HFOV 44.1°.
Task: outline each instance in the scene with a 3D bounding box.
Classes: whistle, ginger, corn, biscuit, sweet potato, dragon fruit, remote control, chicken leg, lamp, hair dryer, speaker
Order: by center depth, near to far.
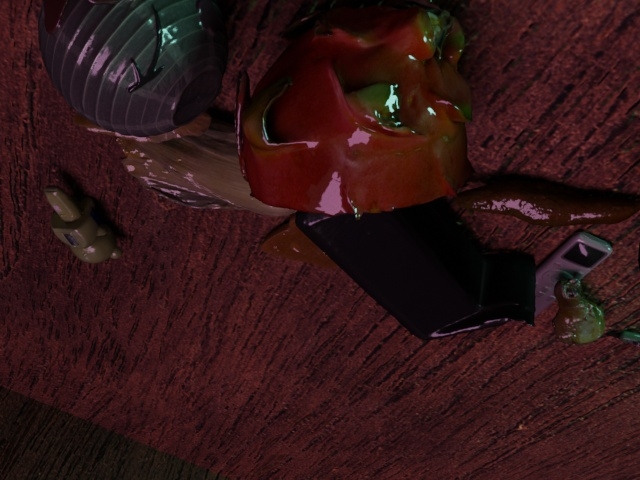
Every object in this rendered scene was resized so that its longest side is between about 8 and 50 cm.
[{"bbox_3d":[0.042,-0.174,0.947,0.306,0.305,0.225,5,116,18],"label":"dragon fruit"},{"bbox_3d":[-0.233,-0.247,0.974,0.233,0.265,0.233,5,107,16],"label":"lamp"},{"bbox_3d":[-0.250,-0.223,1.145,0.193,0.115,0.122,10,131,-5],"label":"ginger"},{"bbox_3d":[0.331,-0.052,1.145,0.274,0.067,0.067,4,144,10],"label":"sweet potato"},{"bbox_3d":[0.154,-0.005,1.203,0.184,0.180,0.388,-21,131,34],"label":"speaker"},{"bbox_3d":[-0.164,-0.122,1.220,0.305,0.122,0.123,14,145,10],"label":"corn"},{"bbox_3d":[0.385,0.067,1.311,0.067,0.029,0.261,21,146,-6],"label":"remote control"},{"bbox_3d":[0.423,0.120,1.316,0.085,0.069,0.198,-9,146,23],"label":"chicken leg"},{"bbox_3d":[0.565,0.175,1.363,0.150,0.071,0.047,8,144,46],"label":"hair dryer"},{"bbox_3d":[0.000,0.000,1.394,0.250,0.035,0.162,-6,134,30],"label":"biscuit"},{"bbox_3d":[-0.464,-0.031,1.523,0.105,0.085,0.227,4,144,20],"label":"whistle"}]

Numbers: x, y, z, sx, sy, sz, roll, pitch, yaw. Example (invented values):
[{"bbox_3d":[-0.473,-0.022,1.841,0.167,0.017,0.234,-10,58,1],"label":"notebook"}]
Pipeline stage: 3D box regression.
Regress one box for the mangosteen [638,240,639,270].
[{"bbox_3d":[0.566,-0.012,0.865,0.382,0.382,0.435,15,113,6],"label":"mangosteen"}]
